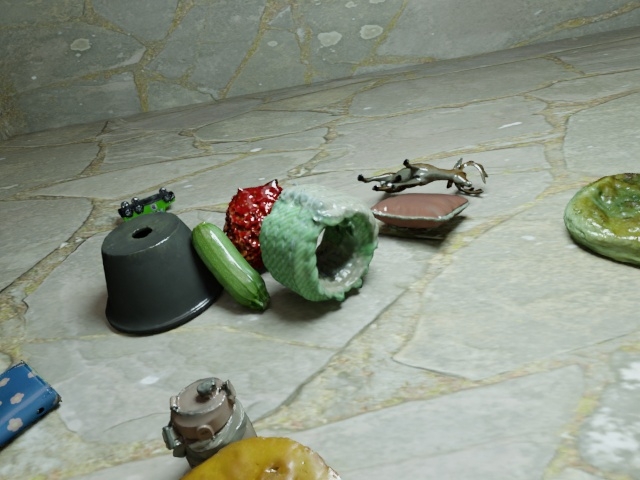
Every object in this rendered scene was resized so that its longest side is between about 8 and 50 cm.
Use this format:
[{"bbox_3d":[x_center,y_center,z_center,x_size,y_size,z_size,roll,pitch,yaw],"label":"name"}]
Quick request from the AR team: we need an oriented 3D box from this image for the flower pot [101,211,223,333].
[{"bbox_3d":[-0.345,0.046,0.886,0.269,0.166,0.269,-9,30,5],"label":"flower pot"}]

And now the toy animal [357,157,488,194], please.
[{"bbox_3d":[0.245,-0.156,1.021,0.260,0.087,0.243,-7,10,-44],"label":"toy animal"}]

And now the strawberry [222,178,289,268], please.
[{"bbox_3d":[-0.132,-0.025,0.935,0.187,0.184,0.201,10,67,24],"label":"strawberry"}]

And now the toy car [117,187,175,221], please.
[{"bbox_3d":[-0.513,-0.100,1.259,0.165,0.062,0.071,-25,35,-20],"label":"toy car"}]

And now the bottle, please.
[{"bbox_3d":[-0.139,0.235,0.532,0.099,0.152,0.099,-9,34,6],"label":"bottle"}]

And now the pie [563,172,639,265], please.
[{"bbox_3d":[0.612,-0.046,0.791,0.277,0.078,0.277,-10,33,7],"label":"pie"}]

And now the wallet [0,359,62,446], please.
[{"bbox_3d":[-0.540,0.290,0.666,0.141,0.059,0.202,13,40,37],"label":"wallet"}]

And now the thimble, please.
[{"bbox_3d":[0.000,0.000,0.790,0.219,0.219,0.150,-34,39,-31],"label":"thimble"}]

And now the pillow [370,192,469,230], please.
[{"bbox_3d":[0.220,-0.063,0.937,0.179,0.075,0.171,6,19,37],"label":"pillow"}]

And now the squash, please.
[{"bbox_3d":[-0.180,0.053,0.836,0.219,0.077,0.068,46,30,13],"label":"squash"}]

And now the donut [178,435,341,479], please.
[{"bbox_3d":[-0.079,0.338,0.393,0.278,0.108,0.277,-9,33,6],"label":"donut"}]
